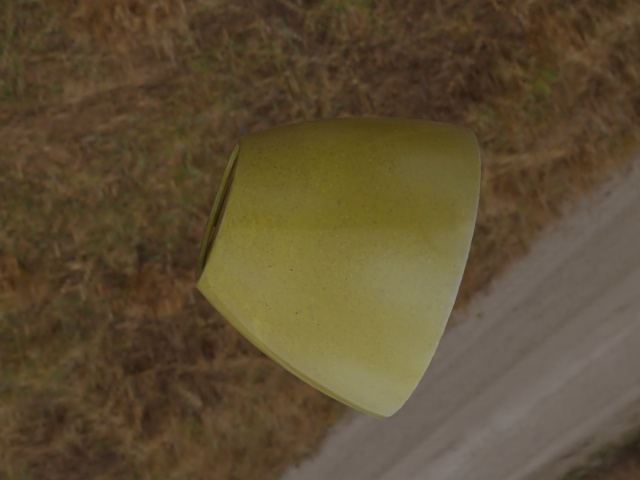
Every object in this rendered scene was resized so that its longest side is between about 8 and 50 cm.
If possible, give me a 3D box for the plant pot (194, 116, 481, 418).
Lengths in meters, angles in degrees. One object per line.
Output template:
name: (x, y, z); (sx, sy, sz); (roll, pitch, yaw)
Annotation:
plant pot: (0.000, 0.000, 0.563); (0.095, 0.134, 0.134); (18, 143, -10)
